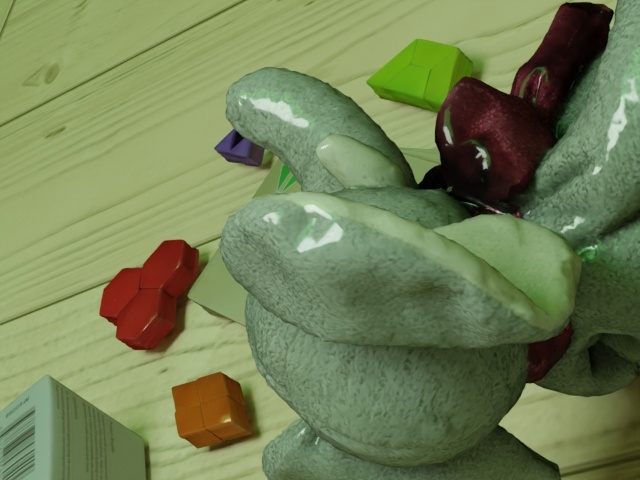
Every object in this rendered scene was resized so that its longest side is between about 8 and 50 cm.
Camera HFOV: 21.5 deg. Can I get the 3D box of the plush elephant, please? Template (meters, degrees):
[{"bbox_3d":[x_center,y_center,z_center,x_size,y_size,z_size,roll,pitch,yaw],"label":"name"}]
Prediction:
[{"bbox_3d":[0.072,-0.004,0.699,0.255,0.272,0.330,-7,54,-12],"label":"plush elephant"}]

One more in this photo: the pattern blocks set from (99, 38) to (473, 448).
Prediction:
[{"bbox_3d":[0.000,0.000,1.022,0.285,0.026,0.325,-52,32,-2],"label":"pattern blocks set"}]

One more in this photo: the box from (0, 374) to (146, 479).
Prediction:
[{"bbox_3d":[-0.166,0.159,1.007,0.102,0.087,0.101,-38,34,20],"label":"box"}]
